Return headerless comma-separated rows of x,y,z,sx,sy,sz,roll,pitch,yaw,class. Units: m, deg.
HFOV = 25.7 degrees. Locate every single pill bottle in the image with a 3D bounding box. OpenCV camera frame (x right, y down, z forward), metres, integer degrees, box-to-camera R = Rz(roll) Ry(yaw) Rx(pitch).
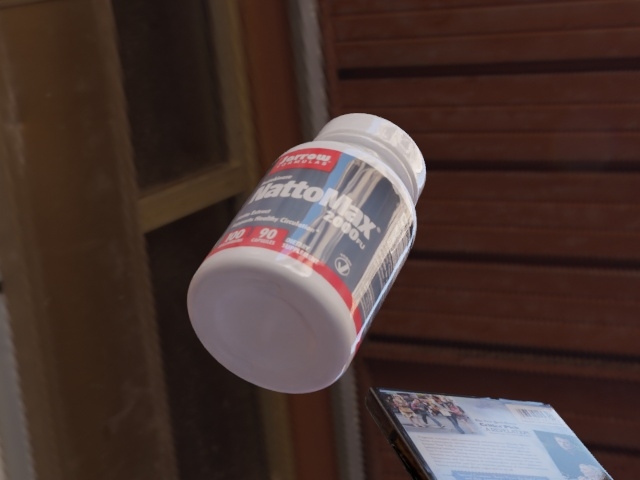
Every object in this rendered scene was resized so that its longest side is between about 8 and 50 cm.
0.000,0.000,0.888,0.108,0.180,0.108,14,-48,16,pill bottle

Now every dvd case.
0.156,0.193,1.115,0.253,0.180,0.022,-125,-134,-60,dvd case
